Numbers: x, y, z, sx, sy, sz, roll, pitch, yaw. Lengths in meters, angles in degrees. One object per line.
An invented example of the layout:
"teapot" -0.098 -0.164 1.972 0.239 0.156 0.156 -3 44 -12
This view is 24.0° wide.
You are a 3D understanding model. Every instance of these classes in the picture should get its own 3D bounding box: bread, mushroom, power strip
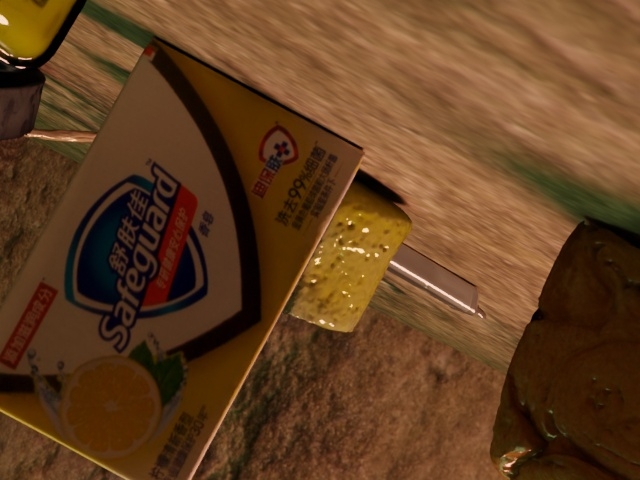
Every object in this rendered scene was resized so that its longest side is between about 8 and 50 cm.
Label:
"bread" 0.190 0.091 0.794 0.158 0.149 0.143 17 172 41
"mushroom" -0.307 -0.116 1.640 0.286 0.028 0.026 -4 157 -43
"power strip" 0.070 0.016 1.459 0.252 0.027 0.060 30 175 -25
"bread" 0.000 0.000 1.139 0.111 0.114 0.129 23 -176 -42

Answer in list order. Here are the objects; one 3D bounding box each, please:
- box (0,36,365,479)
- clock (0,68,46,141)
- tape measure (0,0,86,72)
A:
"box" -0.102 0.022 1.002 0.168 0.265 0.097 30 174 -2
"clock" -0.445 -0.165 1.572 0.312 0.061 0.312 9 -166 -2
"tape measure" -0.157 -0.131 0.529 0.186 0.112 0.199 29 178 -40
